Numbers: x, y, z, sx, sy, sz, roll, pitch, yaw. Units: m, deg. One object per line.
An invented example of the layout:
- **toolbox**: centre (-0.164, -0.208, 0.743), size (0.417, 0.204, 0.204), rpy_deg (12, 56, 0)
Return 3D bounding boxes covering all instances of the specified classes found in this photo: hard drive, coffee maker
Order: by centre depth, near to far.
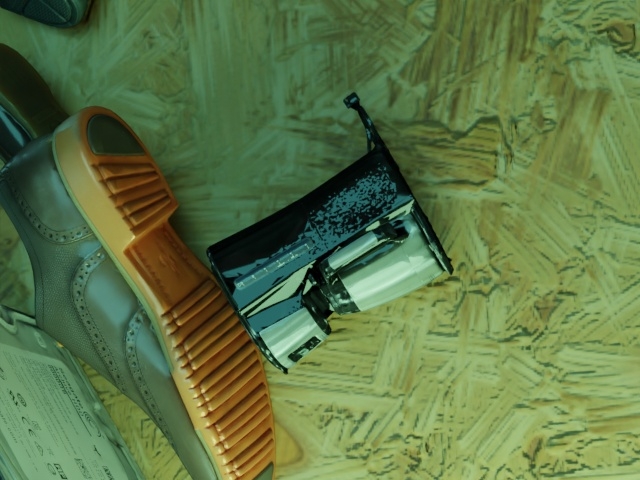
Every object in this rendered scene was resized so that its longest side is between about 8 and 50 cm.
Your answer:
- **hard drive**: centre (-0.230, 0.153, 1.144), size (0.064, 0.339, 0.237), rpy_deg (-33, 75, 2)
- **coffee maker**: centre (0.000, 0.000, 1.251), size (0.178, 0.120, 0.171), rpy_deg (-29, 53, 4)

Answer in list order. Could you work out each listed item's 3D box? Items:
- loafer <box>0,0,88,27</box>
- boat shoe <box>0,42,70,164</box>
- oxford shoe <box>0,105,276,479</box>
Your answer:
- **loafer**: centre (-0.327, -0.286, 1.364), size (0.267, 0.096, 0.084), rpy_deg (26, 60, 0)
- **boat shoe**: centre (-0.252, -0.081, 1.332), size (0.207, 0.073, 0.073), rpy_deg (54, 130, 7)
- **oxford shoe**: centre (-0.154, 0.073, 1.249), size (0.132, 0.130, 0.364), rpy_deg (-26, 90, 24)
